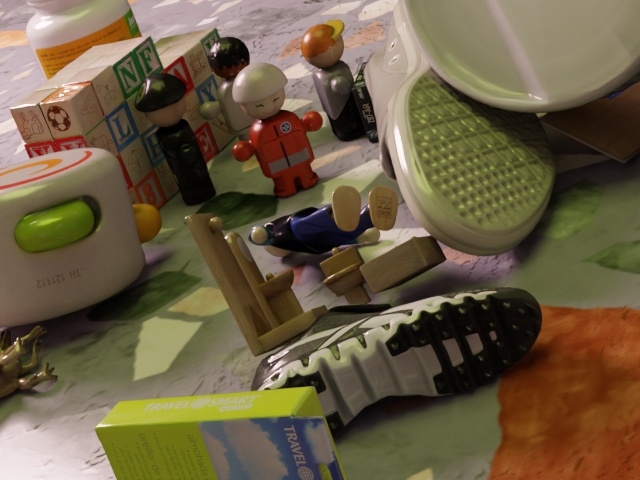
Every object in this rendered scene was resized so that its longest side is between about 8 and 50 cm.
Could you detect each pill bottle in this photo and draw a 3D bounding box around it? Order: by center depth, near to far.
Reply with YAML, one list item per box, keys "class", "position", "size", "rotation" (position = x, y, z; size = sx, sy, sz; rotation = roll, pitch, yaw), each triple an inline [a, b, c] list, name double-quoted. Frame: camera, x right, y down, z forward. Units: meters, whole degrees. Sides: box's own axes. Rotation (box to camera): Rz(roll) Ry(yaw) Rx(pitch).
- class: "pill bottle"
  position: [-0.290, -0.236, 1.901]
  size: [0.136, 0.246, 0.136]
  rotation: [-17, 23, 8]

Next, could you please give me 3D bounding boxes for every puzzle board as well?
- class: "puzzle board"
  position: [0.284, -0.119, 1.419]
  size: [0.096, 0.011, 0.128]
  rotation: [30, 47, 33]

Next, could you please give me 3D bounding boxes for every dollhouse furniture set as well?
- class: "dollhouse furniture set"
  position: [0.000, 0.000, 1.230]
  size: [0.151, 0.123, 0.144]
  rotation: [-29, -5, 12]

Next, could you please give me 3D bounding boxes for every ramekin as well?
- class: "ramekin"
  position: [0.218, -0.246, 1.369]
  size: [0.273, 0.273, 0.127]
  rotation: [-7, -4, 28]

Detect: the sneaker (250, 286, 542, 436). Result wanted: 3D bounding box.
- class: "sneaker"
  position: [0.049, 0.079, 1.132]
  size: [0.234, 0.078, 0.106]
  rotation: [-22, 25, 1]

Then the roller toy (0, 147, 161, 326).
- class: "roller toy"
  position: [-0.275, 0.000, 1.489]
  size: [0.191, 0.146, 0.209]
  rotation: [-9, 15, 21]

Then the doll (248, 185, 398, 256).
- class: "doll"
  position: [0.000, -0.011, 1.371]
  size: [0.129, 0.046, 0.189]
  rotation: [0, -10, -29]

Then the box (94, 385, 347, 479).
- class: "box"
  position: [-0.054, 0.155, 1.004]
  size: [0.178, 0.109, 0.042]
  rotation: [-7, 24, 29]

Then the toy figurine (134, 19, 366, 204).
- class: "toy figurine"
  position: [-0.072, -0.149, 1.653]
  size: [0.213, 0.148, 0.209]
  rotation: [-3, 28, 36]

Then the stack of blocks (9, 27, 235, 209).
- class: "stack of blocks"
  position: [-0.209, -0.144, 1.726]
  size: [0.087, 0.171, 0.297]
  rotation: [-5, 27, 32]

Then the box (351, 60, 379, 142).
- class: "box"
  position: [0.059, -0.155, 1.662]
  size: [0.018, 0.067, 0.083]
  rotation: [-13, 24, 17]

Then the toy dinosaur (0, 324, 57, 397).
- class: "toy dinosaur"
  position: [-0.293, 0.127, 1.364]
  size: [0.092, 0.053, 0.183]
  rotation: [-29, 12, 18]

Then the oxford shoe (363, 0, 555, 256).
- class: "oxford shoe"
  position: [0.117, -0.100, 1.433]
  size: [0.130, 0.169, 0.449]
  rotation: [-57, 18, 26]
